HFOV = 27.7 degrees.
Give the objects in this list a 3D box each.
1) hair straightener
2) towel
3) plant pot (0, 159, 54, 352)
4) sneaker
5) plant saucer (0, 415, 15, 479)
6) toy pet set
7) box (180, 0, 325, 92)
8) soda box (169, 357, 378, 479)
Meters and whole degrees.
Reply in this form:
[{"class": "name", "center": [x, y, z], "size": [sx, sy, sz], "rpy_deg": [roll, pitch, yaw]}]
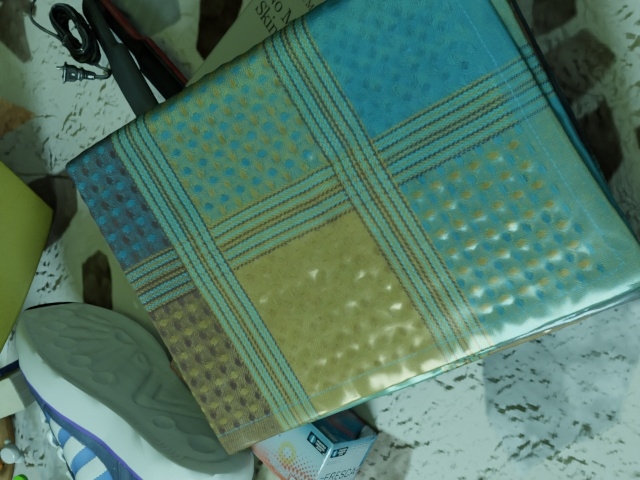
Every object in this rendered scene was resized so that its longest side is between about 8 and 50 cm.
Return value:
[{"class": "hair straightener", "center": [-0.198, -0.176, 1.159], "size": [0.230, 0.089, 0.047], "rpy_deg": [53, 147, 24]}, {"class": "towel", "center": [0.016, -0.019, 0.923], "size": [0.370, 0.040, 0.271], "rpy_deg": [-26, 94, 28]}, {"class": "plant pot", "center": [-0.388, -0.014, 1.248], "size": [0.212, 0.212, 0.187], "rpy_deg": [27, 74, 38]}, {"class": "sneaker", "center": [-0.185, 0.221, 1.147], "size": [0.322, 0.130, 0.236], "rpy_deg": [34, 120, 41]}, {"class": "plant saucer", "center": [-0.386, 0.216, 1.382], "size": [0.200, 0.037, 0.200], "rpy_deg": [2, 93, 42]}, {"class": "toy pet set", "center": [-0.286, 0.177, 1.281], "size": [0.122, 0.065, 0.114], "rpy_deg": [-22, 98, 27]}, {"class": "box", "center": [-0.045, -0.093, 1.026], "size": [0.275, 0.094, 0.113], "rpy_deg": [-48, 63, 32]}, {"class": "soda box", "center": [-0.042, 0.129, 1.061], "size": [0.183, 0.058, 0.063], "rpy_deg": [40, 116, 31]}]
